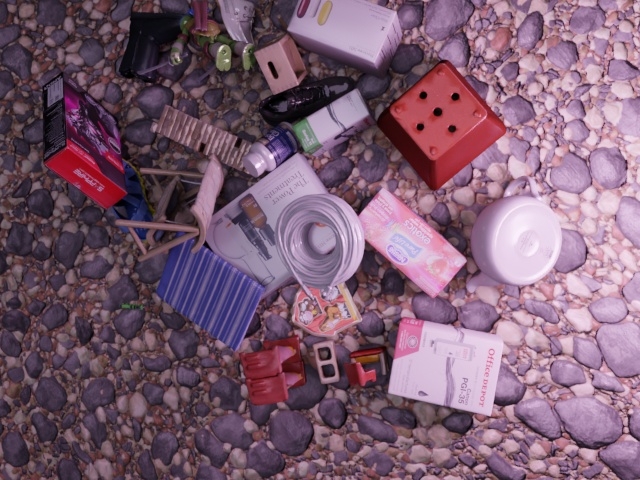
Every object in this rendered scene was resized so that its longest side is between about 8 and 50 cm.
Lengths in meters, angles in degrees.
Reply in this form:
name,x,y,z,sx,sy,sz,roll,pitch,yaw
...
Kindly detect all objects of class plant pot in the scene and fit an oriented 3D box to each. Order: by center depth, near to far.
name,x,y,z,sx,sy,sz,roll,pitch,yaw
plant pot,0.316,-0.321,1.668,0.267,0.236,0.267,-40,83,10

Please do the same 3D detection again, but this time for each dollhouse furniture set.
name,x,y,z,sx,sy,sz,roll,pitch,yaw
dollhouse furniture set,-0.010,0.339,1.765,0.374,0.201,0.152,-13,88,13

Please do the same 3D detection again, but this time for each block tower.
name,x,y,z,sx,sy,sz,roll,pitch,yaw
block tower,-0.337,-0.303,1.887,0.335,0.091,0.097,23,95,11

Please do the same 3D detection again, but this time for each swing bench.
name,x,y,z,sx,sy,sz,roll,pitch,yaw
swing bench,-0.406,-0.094,1.798,0.254,0.253,0.165,-8,131,15

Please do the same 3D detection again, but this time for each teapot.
name,x,y,z,sx,sy,sz,roll,pitch,yaw
teapot,0.494,-0.010,1.666,0.256,0.187,0.253,-25,105,-14

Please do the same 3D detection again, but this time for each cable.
name,x,y,z,sx,sy,sz,roll,pitch,yaw
cable,0.000,0.000,1.693,0.257,0.089,0.257,50,117,10

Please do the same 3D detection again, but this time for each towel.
name,x,y,z,sx,sy,sz,roll,pitch,yaw
towel,-0.333,0.147,1.866,0.336,0.040,0.243,32,115,17

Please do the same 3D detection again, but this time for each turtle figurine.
name,x,y,z,sx,sy,sz,roll,pitch,yaw
turtle figurine,-0.323,-0.517,1.791,0.266,0.197,0.275,32,92,36

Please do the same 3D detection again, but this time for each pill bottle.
name,x,y,z,sx,sy,sz,roll,pitch,yaw
pill bottle,-0.141,-0.258,1.806,0.094,0.094,0.169,44,67,9

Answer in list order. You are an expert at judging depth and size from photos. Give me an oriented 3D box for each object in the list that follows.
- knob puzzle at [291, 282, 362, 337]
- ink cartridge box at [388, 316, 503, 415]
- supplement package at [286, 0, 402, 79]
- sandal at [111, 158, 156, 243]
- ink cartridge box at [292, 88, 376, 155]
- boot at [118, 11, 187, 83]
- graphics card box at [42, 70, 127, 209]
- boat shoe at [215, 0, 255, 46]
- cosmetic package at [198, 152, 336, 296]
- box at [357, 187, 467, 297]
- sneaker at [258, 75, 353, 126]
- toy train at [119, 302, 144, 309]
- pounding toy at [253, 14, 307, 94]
name,x,y,z,sx,sy,sz,roll,pitch,yaw
knob puzzle,0.001,0.198,1.848,0.213,0.030,0.213,0,91,13
ink cartridge box,0.345,0.340,1.728,0.282,0.117,0.207,10,93,12
supplement package,0.072,-0.575,1.734,0.261,0.204,0.145,23,96,11
sandal,-0.600,-0.133,1.925,0.126,0.138,0.317,-38,81,12
ink cartridge box,0.043,-0.328,1.770,0.208,0.153,0.087,-29,85,12
boot,-0.491,-0.581,1.914,0.246,0.094,0.207,9,89,19
graphics card box,-0.682,-0.291,1.811,0.094,0.233,0.371,-32,49,11
boat shoe,-0.239,-0.673,1.857,0.096,0.098,0.277,-24,84,12
cosmetic package,-0.129,-0.030,1.843,0.377,0.097,0.284,-36,86,11
box,0.246,0.005,1.729,0.300,0.154,0.142,42,99,8
sneaker,-0.044,-0.399,1.801,0.286,0.130,0.109,-19,88,11
toy train,-0.596,0.209,1.984,0.083,0.023,0.017,2,91,12
pounding toy,-0.118,-0.540,1.793,0.094,0.206,0.181,-17,115,21
